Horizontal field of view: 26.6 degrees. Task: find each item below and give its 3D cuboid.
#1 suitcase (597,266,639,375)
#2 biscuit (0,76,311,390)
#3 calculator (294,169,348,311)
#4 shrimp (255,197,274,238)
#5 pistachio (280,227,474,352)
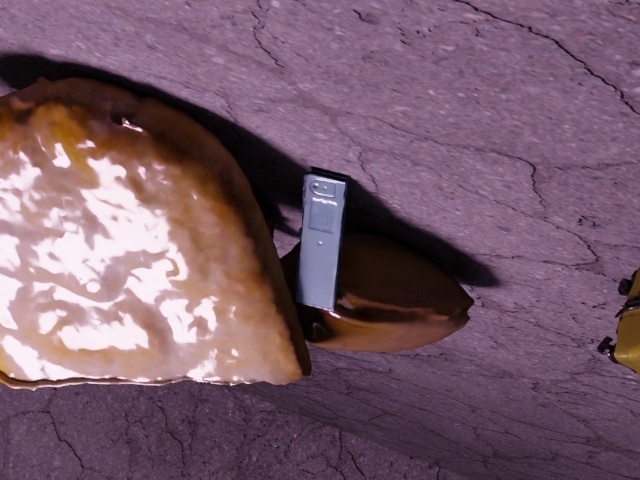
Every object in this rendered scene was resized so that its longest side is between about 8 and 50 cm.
[{"bbox_3d":[0.415,0.084,1.351,0.194,0.143,0.235,23,166,-10],"label":"suitcase"},{"bbox_3d":[-0.268,0.004,1.646,0.429,0.104,0.446,-7,121,20],"label":"biscuit"},{"bbox_3d":[0.000,0.000,1.605,0.057,0.172,0.018,13,-157,20],"label":"calculator"},{"bbox_3d":[-0.078,0.024,1.804,0.035,0.148,0.195,-3,160,6],"label":"shrimp"},{"bbox_3d":[0.065,0.069,1.764,0.260,0.163,0.213,13,-170,-32],"label":"pistachio"}]
